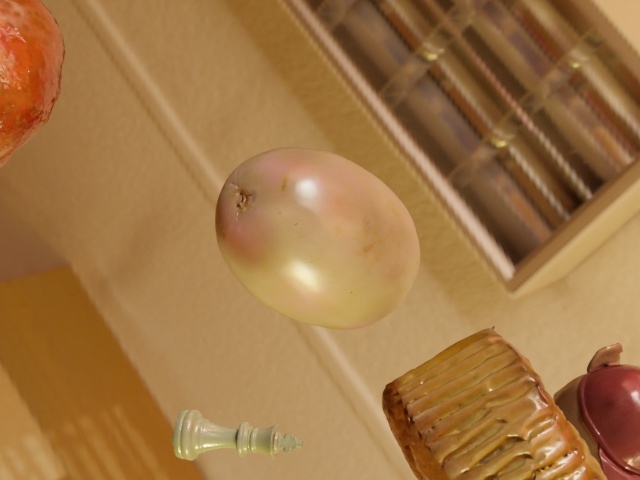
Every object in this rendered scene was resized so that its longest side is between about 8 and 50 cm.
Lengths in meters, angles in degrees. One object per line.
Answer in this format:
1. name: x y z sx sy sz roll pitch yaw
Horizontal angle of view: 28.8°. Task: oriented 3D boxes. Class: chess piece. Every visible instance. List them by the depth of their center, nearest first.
1. chess piece: -0.092 0.227 1.438 0.149 0.059 0.059 1 -76 12

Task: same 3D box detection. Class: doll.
1. doll: 0.314 0.254 1.487 0.256 0.152 0.196 -33 -98 24

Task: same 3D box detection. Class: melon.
1. melon: 0.000 0.000 1.636 0.223 0.317 0.223 -16 -118 33

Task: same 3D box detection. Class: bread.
1. bread: 0.162 0.211 1.115 0.142 0.227 0.253 -34 -94 -2

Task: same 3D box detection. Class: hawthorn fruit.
1. hawthorn fruit: -0.311 -0.149 0.996 0.179 0.200 0.179 -34 -143 30
